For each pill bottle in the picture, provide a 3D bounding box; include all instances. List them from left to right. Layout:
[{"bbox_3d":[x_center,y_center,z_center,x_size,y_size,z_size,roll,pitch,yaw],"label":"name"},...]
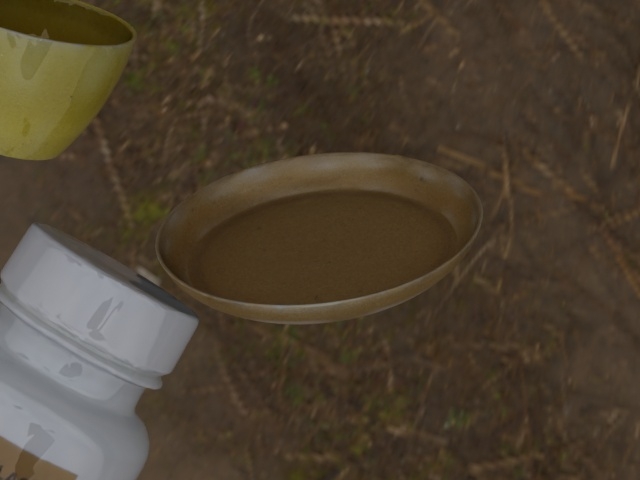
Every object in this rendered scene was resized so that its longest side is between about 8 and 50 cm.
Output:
[{"bbox_3d":[-0.164,0.113,0.895,0.131,0.131,0.229,31,91,-2],"label":"pill bottle"}]

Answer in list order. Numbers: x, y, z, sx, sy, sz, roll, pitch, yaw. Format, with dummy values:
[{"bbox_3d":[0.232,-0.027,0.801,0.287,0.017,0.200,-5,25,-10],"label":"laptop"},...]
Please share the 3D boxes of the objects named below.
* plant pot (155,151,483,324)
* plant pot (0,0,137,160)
[{"bbox_3d":[0.000,0.000,1.238,0.236,0.236,0.032,1,118,14],"label":"plant pot"},{"bbox_3d":[-0.201,-0.110,1.170,0.134,0.134,0.095,17,108,6],"label":"plant pot"}]
